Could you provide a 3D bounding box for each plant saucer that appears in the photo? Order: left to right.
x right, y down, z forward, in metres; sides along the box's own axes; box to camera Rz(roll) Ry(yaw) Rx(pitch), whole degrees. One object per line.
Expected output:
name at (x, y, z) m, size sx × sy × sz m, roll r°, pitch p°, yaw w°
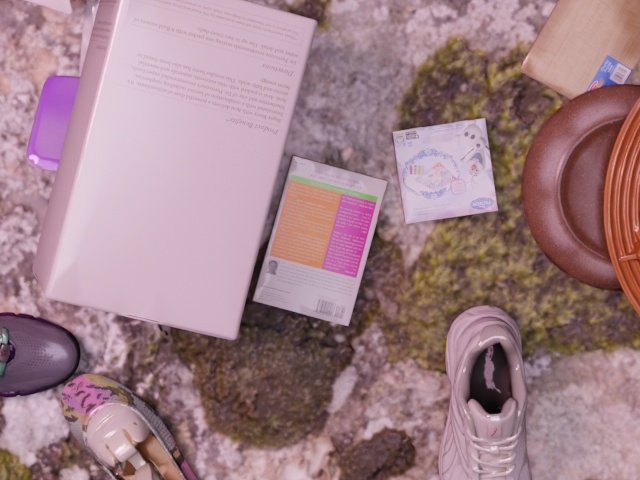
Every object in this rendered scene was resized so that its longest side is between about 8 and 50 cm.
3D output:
plant saucer at (0.290, -0.048, 1.675) m, size 0.199 × 0.036 × 0.198 m, roll 0°, pitch 96°, yaw -1°

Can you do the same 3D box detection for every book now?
book at (0.000, 0.000, 1.691) m, size 0.096 × 0.035 × 0.144 m, roll 16°, pitch 94°, yaw -3°

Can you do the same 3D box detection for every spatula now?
spatula at (-0.213, -0.209, 1.681) m, size 0.084 × 0.030 × 0.296 m, roll 10°, pitch 93°, yaw -1°

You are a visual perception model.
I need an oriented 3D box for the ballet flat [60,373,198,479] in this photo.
ballet flat at (-0.166, 0.218, 1.683) m, size 0.077 × 0.079 × 0.221 m, roll -38°, pitch 92°, yaw 4°

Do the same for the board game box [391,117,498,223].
board game box at (0.118, -0.066, 1.690) m, size 0.090 × 0.020 × 0.090 m, roll -8°, pitch 93°, yaw 1°

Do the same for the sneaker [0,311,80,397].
sneaker at (-0.342, 0.110, 1.669) m, size 0.224 × 0.098 × 0.083 m, roll 4°, pitch 94°, yaw 1°

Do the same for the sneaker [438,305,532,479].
sneaker at (0.154, 0.181, 1.657) m, size 0.090 × 0.115 × 0.232 m, roll -6°, pitch 93°, yaw 1°

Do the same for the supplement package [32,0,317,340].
supplement package at (-0.138, -0.080, 1.601) m, size 0.177 × 0.175 × 0.293 m, roll 14°, pitch 94°, yaw -15°

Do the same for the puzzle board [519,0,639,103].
puzzle board at (0.261, -0.194, 1.685) m, size 0.096 × 0.011 × 0.128 m, roll 30°, pitch 94°, yaw -2°

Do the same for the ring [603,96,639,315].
ring at (0.430, -0.034, 1.656) m, size 0.337 × 0.032 × 0.336 m, roll -1°, pitch 95°, yaw -9°

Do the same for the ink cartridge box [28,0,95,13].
ink cartridge box at (-0.250, -0.289, 1.634) m, size 0.092 × 0.090 × 0.143 m, roll 19°, pitch 94°, yaw 26°
